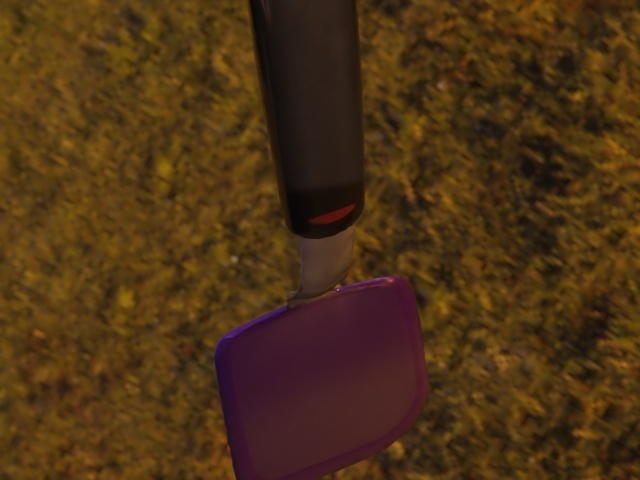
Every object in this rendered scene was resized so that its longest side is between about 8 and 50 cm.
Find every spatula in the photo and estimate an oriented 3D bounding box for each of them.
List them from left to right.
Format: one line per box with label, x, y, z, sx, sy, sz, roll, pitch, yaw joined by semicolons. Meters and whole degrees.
spatula;0.000;0.000;0.526;0.084;0.296;0.030;-19;58;-11
